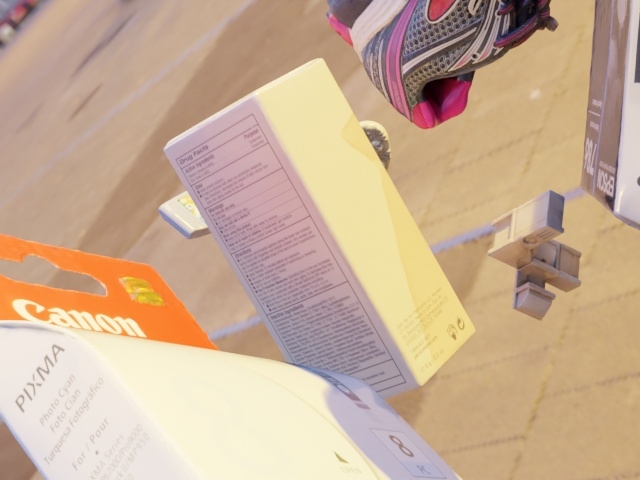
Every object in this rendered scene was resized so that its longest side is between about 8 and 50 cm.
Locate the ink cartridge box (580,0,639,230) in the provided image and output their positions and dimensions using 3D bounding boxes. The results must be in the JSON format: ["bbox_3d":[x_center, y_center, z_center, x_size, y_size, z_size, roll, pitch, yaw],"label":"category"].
[{"bbox_3d":[0.236,-0.124,0.869,0.165,0.065,0.332,-65,-24,-81],"label":"ink cartridge box"}]

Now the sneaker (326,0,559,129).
[{"bbox_3d":[0.116,-0.180,0.749,0.121,0.112,0.299,-26,-10,-29],"label":"sneaker"}]

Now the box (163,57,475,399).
[{"bbox_3d":[0.000,0.000,1.155,0.148,0.311,0.121,-23,9,41],"label":"box"}]

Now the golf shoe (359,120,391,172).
[{"bbox_3d":[0.043,-0.093,1.389,0.176,0.069,0.086,105,174,-54],"label":"golf shoe"}]

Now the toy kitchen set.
[{"bbox_3d":[0.187,0.017,0.955,0.075,0.083,0.068,-34,39,53],"label":"toy kitchen set"}]

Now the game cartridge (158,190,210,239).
[{"bbox_3d":[-0.129,-0.032,1.293,0.083,0.056,0.017,-35,-19,-47],"label":"game cartridge"}]

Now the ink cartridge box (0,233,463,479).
[{"bbox_3d":[-0.099,0.085,0.844,0.385,0.308,0.091,45,106,32],"label":"ink cartridge box"}]
